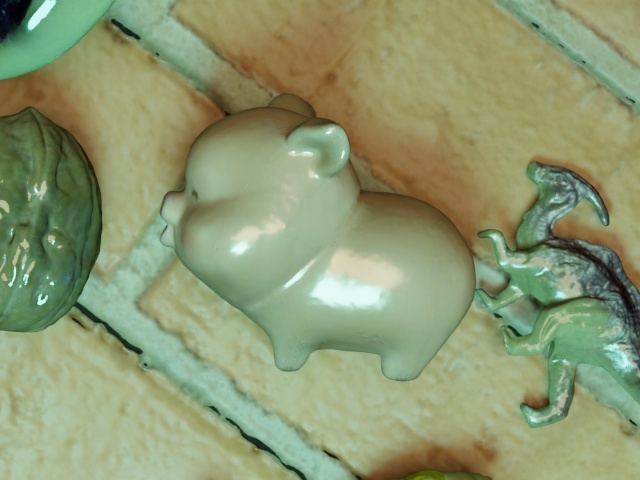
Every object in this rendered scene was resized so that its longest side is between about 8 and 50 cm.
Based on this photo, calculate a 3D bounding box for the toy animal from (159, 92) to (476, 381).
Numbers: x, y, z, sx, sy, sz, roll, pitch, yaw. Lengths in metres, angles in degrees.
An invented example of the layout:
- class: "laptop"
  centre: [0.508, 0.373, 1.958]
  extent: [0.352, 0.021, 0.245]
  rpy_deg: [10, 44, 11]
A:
- class: "toy animal"
  centre: [0.000, 0.000, 1.684]
  extent: [0.326, 0.237, 0.269]
  rpy_deg: [7, 99, -9]

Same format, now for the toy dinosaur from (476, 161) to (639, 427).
- class: "toy dinosaur"
  centre: [0.255, 0.064, 1.762]
  extent: [0.162, 0.077, 0.294]
  rpy_deg: [-20, 92, -4]

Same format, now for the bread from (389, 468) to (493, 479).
- class: "bread"
  centre: [0.119, 0.409, 1.717]
  extent: [0.332, 0.160, 0.333]
  rpy_deg: [0, 91, -2]

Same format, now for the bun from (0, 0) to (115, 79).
- class: "bun"
  centre: [-0.303, -0.297, 1.669]
  extent: [0.293, 0.187, 0.293]
  rpy_deg: [-2, 83, 20]

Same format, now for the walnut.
- class: "walnut"
  centre: [-0.304, -0.021, 1.681]
  extent: [0.178, 0.178, 0.231]
  rpy_deg: [8, 86, -4]
